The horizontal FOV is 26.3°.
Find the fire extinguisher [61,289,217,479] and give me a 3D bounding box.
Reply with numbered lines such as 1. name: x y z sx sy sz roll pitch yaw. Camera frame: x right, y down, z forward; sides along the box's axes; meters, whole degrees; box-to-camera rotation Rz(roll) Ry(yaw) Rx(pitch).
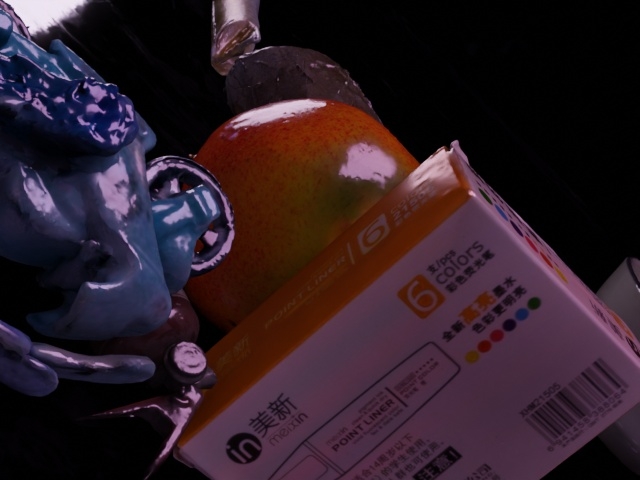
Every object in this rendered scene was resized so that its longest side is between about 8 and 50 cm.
1. fire extinguisher: -0.144 0.049 0.916 0.252 0.106 0.075 58 -20 25

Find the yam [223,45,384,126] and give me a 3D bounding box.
1. yam: 0.004 -0.093 1.471 0.154 0.154 0.254 30 24 -50

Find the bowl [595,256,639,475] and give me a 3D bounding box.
1. bowl: 0.482 0.215 1.947 0.354 0.185 0.354 43 18 -17

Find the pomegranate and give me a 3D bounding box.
1. pomegranate: 0.000 0.000 1.077 0.221 0.221 0.256 41 -13 -27

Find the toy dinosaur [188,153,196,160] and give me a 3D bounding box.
1. toy dinosaur: -0.108 -0.062 1.298 0.041 0.026 0.113 38 9 -14

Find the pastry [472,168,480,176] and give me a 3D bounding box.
1. pastry: 0.148 -0.027 1.735 0.089 0.121 0.258 44 17 -1

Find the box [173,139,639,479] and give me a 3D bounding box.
1. box: 0.061 0.100 0.950 0.221 0.274 0.091 45 13 -25

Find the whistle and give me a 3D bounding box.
1. whistle: -0.109 -0.291 1.755 0.057 0.068 0.326 53 12 -23

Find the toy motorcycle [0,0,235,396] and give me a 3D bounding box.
1. toy motorcycle: -0.175 -0.027 0.817 0.260 0.154 0.206 41 48 -20
